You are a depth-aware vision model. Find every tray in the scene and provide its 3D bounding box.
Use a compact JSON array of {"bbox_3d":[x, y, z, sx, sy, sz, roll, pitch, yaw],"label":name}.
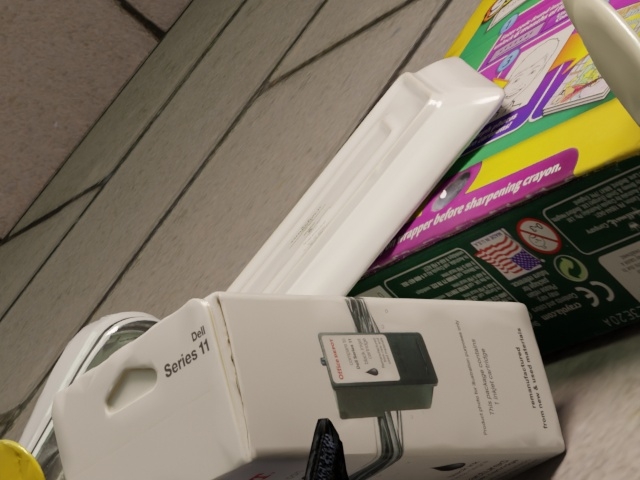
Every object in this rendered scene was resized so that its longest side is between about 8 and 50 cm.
[{"bbox_3d":[0.000,0.000,1.122,0.270,0.030,0.145,-51,16,6],"label":"tray"}]

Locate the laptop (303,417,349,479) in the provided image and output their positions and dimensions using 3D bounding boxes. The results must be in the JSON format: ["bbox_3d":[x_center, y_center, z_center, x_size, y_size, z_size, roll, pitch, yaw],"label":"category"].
[{"bbox_3d":[-0.047,0.251,0.810,0.136,0.264,0.234,-6,28,11],"label":"laptop"}]

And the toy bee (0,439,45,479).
[{"bbox_3d":[-0.143,0.220,1.051,0.162,0.298,0.195,-15,68,11],"label":"toy bee"}]

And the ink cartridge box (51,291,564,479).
[{"bbox_3d":[-0.007,0.094,0.960,0.153,0.208,0.087,-35,61,44],"label":"ink cartridge box"}]

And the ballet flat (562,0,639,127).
[{"bbox_3d":[0.189,-0.163,0.870,0.182,0.164,0.483,-22,46,16],"label":"ballet flat"}]

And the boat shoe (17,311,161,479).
[{"bbox_3d":[-0.161,0.201,1.218,0.119,0.121,0.335,0,69,59],"label":"boat shoe"}]

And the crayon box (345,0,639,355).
[{"bbox_3d":[0.168,-0.080,1.112,0.363,0.106,0.313,-27,25,56],"label":"crayon box"}]
